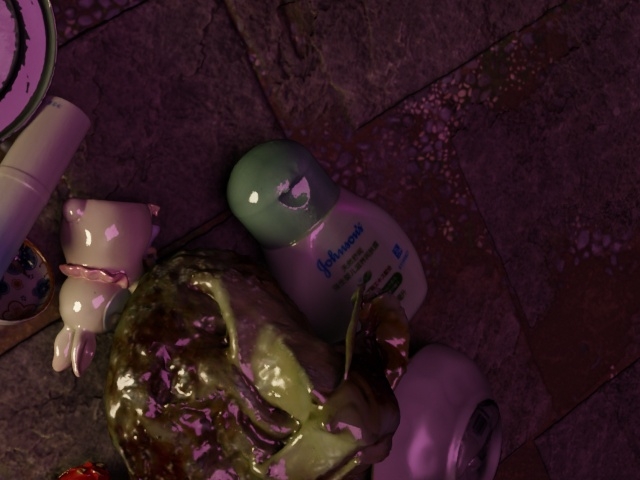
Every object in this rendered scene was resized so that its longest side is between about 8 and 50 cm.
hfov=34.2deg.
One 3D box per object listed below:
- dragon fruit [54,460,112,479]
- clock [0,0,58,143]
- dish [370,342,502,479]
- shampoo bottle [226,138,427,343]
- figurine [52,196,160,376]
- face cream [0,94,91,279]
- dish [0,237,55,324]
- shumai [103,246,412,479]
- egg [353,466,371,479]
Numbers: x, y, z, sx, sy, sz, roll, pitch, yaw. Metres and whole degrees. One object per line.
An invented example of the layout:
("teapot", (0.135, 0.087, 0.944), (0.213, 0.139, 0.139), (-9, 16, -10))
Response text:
("dragon fruit", (-0.367, 0.392, 1.464), (0.190, 0.094, 0.094), (-39, 113, -7))
("clock", (-0.494, -0.256, 1.303), (0.318, 0.066, 0.319), (-3, 97, -28))
("dish", (0.211, 0.331, 1.646), (0.324, 0.124, 0.324), (-19, 112, -55))
("shampoo bottle", (0.000, 0.000, 1.554), (0.222, 0.151, 0.349), (-45, 114, -12))
("figurine", (-0.293, 0.063, 1.425), (0.155, 0.127, 0.236), (2, 94, -63))
("face cream", (-0.388, -0.068, 1.346), (0.077, 0.077, 0.250), (38, 63, -27))
("dish", (-0.435, 0.062, 1.387), (0.141, 0.078, 0.141), (22, 48, -27))
("shumai", (-0.056, 0.207, 1.361), (0.395, 0.348, 0.395), (3, 87, -56))
("egg", (0.027, 0.307, 1.622), (0.181, 0.141, 0.141), (28, 84, -16))
